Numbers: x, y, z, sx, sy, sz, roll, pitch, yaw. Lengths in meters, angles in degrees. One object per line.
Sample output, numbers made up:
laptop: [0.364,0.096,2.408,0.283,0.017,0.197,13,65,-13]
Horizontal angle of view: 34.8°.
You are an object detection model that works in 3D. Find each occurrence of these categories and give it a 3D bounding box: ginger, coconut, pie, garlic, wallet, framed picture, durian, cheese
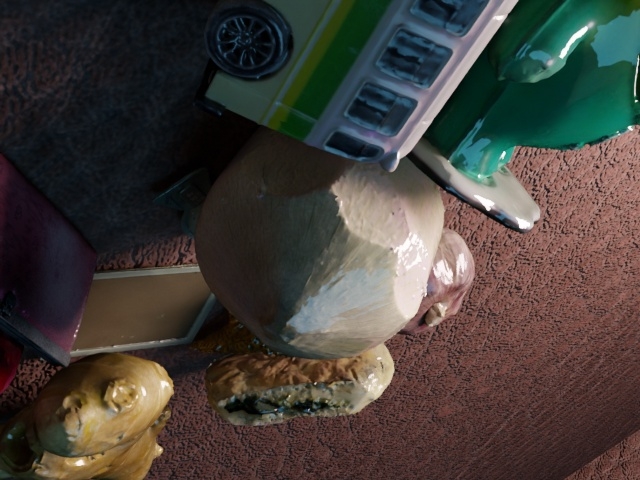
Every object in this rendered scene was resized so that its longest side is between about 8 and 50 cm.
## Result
ginger: [-0.245,0.198,1.087,0.363,0.122,0.348,-34,161,29]
coconut: [0.000,0.000,0.893,0.224,0.224,0.234,-50,-178,31]
pie: [-0.024,0.146,1.188,0.218,0.185,0.052,-8,113,5]
garlic: [0.116,0.054,1.217,0.159,0.102,0.147,-25,148,-9]
wallet: [-0.252,0.010,0.840,0.025,0.119,0.232,1,154,17]
framed picture: [-0.192,0.072,1.071,0.183,0.011,0.142,-3,141,-37]
durian: [-0.047,0.095,1.137,0.224,0.078,0.140,-26,136,13]
cheese: [-0.109,-0.030,0.974,0.067,0.026,0.121,-34,149,6]

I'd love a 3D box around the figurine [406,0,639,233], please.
figurine: [0.210,-0.191,0.840,0.340,0.231,0.323,-51,172,18]

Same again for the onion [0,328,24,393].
onion: [-0.315,0.082,0.870,0.131,0.131,0.131,-22,149,-14]

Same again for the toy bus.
toy bus: [0.053,-0.201,0.672,0.179,0.143,0.305,26,126,-11]
